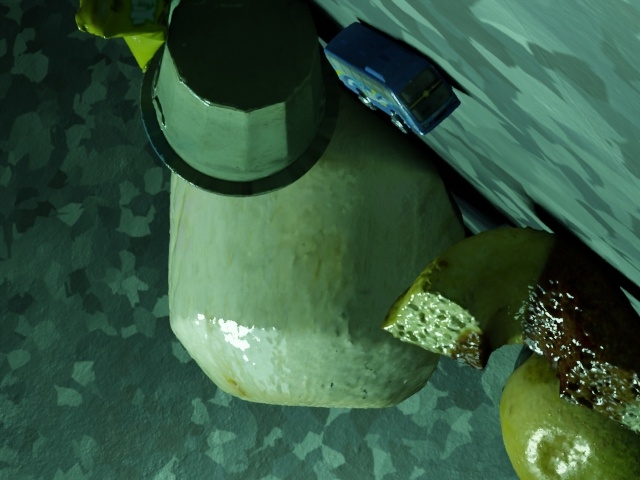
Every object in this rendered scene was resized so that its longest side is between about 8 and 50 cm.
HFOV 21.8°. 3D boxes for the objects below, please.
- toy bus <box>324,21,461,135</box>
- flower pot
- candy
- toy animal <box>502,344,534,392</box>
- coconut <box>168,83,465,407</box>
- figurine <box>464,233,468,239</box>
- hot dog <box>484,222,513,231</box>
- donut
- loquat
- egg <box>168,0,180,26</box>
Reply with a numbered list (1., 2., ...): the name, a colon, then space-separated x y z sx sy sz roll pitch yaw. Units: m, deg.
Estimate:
1. toy bus: 0.056 -0.135 1.366 0.061 0.051 0.153 48 177 -30
2. flower pot: -0.076 -0.172 1.647 0.212 0.212 0.202 41 165 7
3. candy: -0.163 -0.256 1.499 0.081 0.187 0.297 9 -179 5
4. toy animal: 0.312 0.160 2.323 0.245 0.146 0.114 38 162 -23
5. coconut: 0.000 0.000 2.020 0.415 0.415 0.344 41 -170 24
6. figurine: 0.155 0.029 2.508 0.326 0.218 0.169 31 -132 -47
7. hot dog: 0.254 0.046 1.955 0.099 0.053 0.192 46 180 40
8. donut: 0.222 0.062 1.600 0.295 0.151 0.112 22 159 11
9. loquat: 0.327 0.227 1.940 0.244 0.244 0.244 41 180 0
10. egg: -0.159 -0.294 2.200 0.085 0.085 0.110 41 -173 -36
